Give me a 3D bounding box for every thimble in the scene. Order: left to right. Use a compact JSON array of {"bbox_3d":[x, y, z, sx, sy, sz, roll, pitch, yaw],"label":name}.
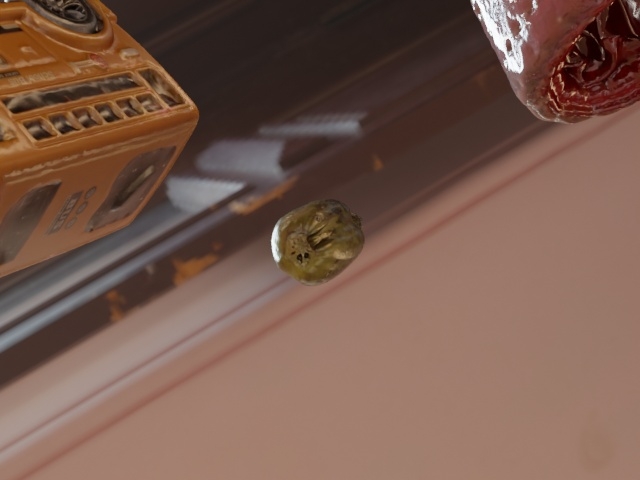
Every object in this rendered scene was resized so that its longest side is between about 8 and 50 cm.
[{"bbox_3d":[0.203,-0.181,0.989,0.189,0.163,0.125,119,139,-52],"label":"thimble"}]

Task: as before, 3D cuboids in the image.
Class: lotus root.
[{"bbox_3d":[0.000,0.000,0.933,0.054,0.049,0.099,61,-153,2],"label":"lotus root"}]

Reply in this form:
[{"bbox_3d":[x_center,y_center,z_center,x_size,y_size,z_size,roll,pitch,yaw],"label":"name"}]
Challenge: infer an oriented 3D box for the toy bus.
[{"bbox_3d":[-0.125,-0.031,0.472,0.088,0.083,0.194,42,-154,10],"label":"toy bus"}]
